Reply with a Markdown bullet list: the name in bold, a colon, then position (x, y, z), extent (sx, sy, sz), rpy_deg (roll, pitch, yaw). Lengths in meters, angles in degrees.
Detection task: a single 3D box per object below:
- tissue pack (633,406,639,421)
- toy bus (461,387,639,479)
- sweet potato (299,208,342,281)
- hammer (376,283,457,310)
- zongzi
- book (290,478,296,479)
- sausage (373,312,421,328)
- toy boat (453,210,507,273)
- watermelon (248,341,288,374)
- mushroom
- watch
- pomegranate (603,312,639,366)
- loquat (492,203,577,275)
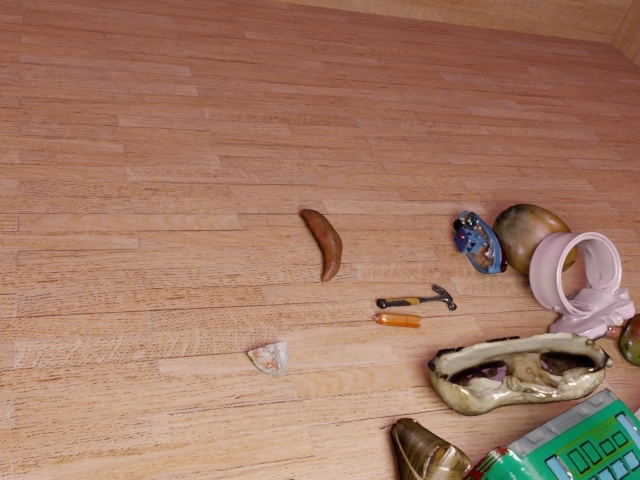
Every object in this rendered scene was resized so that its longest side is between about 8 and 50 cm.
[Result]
- **tissue pack**: position (0.788, 0.395, 1.365), extent (0.338, 0.242, 0.160), rpy_deg (5, 43, -16)
- **toy bus**: position (0.441, 0.424, 1.245), extent (0.343, 0.184, 0.199), rpy_deg (-15, 55, -33)
- **sweet potato**: position (0.011, 0.000, 1.693), extent (0.078, 0.058, 0.255), rpy_deg (-12, 47, -9)
- **hammer**: position (0.222, 0.138, 1.632), extent (0.200, 0.021, 0.078), rpy_deg (-2, 42, -25)
- **zongzi**: position (0.155, 0.421, 1.244), extent (0.084, 0.184, 0.187), rpy_deg (35, -7, -27)
- **book**: position (-0.022, 0.501, 1.094), extent (0.160, 0.024, 0.228), rpy_deg (23, 39, 11)
- **sausage**: position (0.170, 0.178, 1.557), extent (0.107, 0.031, 0.031), rpy_deg (6, 40, -13)
- **toy boat**: position (0.404, 0.007, 1.799), extent (0.097, 0.100, 0.223), rpy_deg (10, 36, -25)
- **watermelon**: position (-0.093, 0.219, 1.376), extent (0.085, 0.061, 0.085), rpy_deg (6, 47, -6)
- **mushroom**: position (0.391, 0.278, 1.386), extent (0.343, 0.130, 0.247), rpy_deg (-11, 14, -7)
- **watch**: position (0.607, 0.103, 1.636), extent (0.244, 0.232, 0.196), rpy_deg (-31, 15, -21)
- **pomegranate**: position (0.761, 0.227, 1.660), extent (0.129, 0.130, 0.159), rpy_deg (-6, 35, -27)
- **loquat**: position (0.556, 0.000, 1.816), extent (0.179, 0.179, 0.227), rpy_deg (-20, 55, -38)
